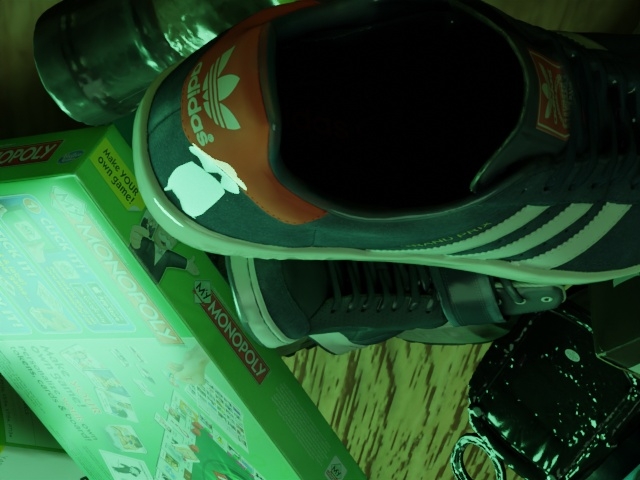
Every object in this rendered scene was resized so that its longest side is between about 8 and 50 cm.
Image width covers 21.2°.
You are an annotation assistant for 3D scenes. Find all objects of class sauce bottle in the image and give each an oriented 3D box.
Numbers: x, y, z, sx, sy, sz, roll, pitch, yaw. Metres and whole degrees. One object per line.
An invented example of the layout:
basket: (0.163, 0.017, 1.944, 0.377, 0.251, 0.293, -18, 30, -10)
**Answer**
sauce bottle: (0.004, -0.146, 0.836, 0.344, 0.111, 0.111, -23, 143, 29)

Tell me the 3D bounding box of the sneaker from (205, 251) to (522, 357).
sneaker: (0.000, 0.000, 1.120, 0.283, 0.110, 0.122, -7, 136, -2)

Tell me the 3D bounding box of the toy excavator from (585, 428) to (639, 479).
toy excavator: (0.318, 0.159, 1.080, 0.433, 0.222, 0.445, -33, 165, -34)

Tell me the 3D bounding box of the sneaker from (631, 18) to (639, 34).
sneaker: (0.220, -0.125, 0.927, 0.095, 0.090, 0.235, 35, 132, -27)

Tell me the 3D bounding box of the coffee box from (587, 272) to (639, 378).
coffee box: (0.300, -0.038, 0.979, 0.119, 0.168, 0.297, 25, 140, -37)

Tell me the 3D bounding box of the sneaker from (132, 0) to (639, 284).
sneaker: (0.097, -0.052, 0.791, 0.350, 0.131, 0.148, -5, 168, -23)

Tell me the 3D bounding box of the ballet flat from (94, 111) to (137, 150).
ballet flat: (-0.011, -0.054, 1.033, 0.248, 0.086, 0.086, 0, 150, -4)

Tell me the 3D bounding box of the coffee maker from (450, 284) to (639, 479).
coffee maker: (0.183, 0.079, 1.153, 0.171, 0.120, 0.178, -30, 178, 40)

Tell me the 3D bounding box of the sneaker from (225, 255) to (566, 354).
sneaker: (0.047, 0.007, 0.951, 0.163, 0.086, 0.226, -14, 169, 17)

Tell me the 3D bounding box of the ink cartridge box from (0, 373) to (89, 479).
ink cartridge box: (-0.209, 0.177, 1.296, 0.255, 0.097, 0.189, 13, 133, -37)

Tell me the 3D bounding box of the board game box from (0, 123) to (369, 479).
board game box: (-0.128, 0.068, 1.085, 0.213, 0.046, 0.317, -4, 131, 40)
